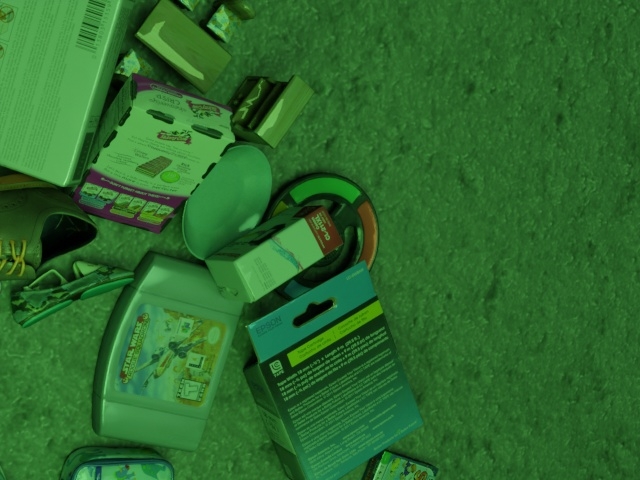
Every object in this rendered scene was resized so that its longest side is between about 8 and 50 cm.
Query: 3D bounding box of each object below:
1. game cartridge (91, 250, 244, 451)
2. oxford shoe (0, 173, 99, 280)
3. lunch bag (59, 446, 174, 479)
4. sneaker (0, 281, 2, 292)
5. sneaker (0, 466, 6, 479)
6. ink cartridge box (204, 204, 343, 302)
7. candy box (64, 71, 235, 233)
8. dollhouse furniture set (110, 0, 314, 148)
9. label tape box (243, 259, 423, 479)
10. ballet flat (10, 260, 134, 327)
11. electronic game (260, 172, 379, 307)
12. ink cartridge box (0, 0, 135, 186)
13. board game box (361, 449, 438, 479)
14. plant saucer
[{"bbox_3d":[-0.244,0.176,1.618,0.198,0.062,0.297,17,90,-35],"label":"game cartridge"},{"bbox_3d":[-0.432,-0.005,1.313,0.364,0.133,0.130,-27,138,-57],"label":"oxford shoe"},{"bbox_3d":[-0.326,0.434,1.596,0.176,0.090,0.219,8,94,-28],"label":"lunch bag"},{"bbox_3d":[-0.576,0.047,1.382,0.305,0.152,0.114,11,74,-52],"label":"sneaker"},{"bbox_3d":[-0.489,0.380,1.456,0.135,0.150,0.366,-40,115,-19],"label":"sneaker"},{"bbox_3d":[-0.074,0.018,1.589,0.175,0.127,0.072,-32,105,-24],"label":"ink cartridge box"},{"bbox_3d":[-0.248,-0.118,1.471,0.159,0.233,0.071,17,46,-31],"label":"candy box"},{"bbox_3d":[-0.156,-0.255,1.527,0.242,0.161,0.212,39,79,-29],"label":"dollhouse furniture set"},{"bbox_3d":[0.008,0.220,1.736,0.241,0.106,0.333,-28,111,-22],"label":"label tape box"},{"bbox_3d":[-0.369,0.065,1.524,0.188,0.070,0.070,-23,109,-28],"label":"ballet flat"},{"bbox_3d":[0.000,0.000,1.726,0.229,0.048,0.229,-5,101,-29],"label":"electronic game"},{"bbox_3d":[-0.408,-0.239,1.401,0.239,0.060,0.275,20,98,6],"label":"ink cartridge box"},{"bbox_3d":[0.122,0.491,1.889,0.136,0.035,0.201,23,87,-30],"label":"board game box"},{"bbox_3d":[-0.155,-0.063,1.607,0.195,0.037,0.195,-34,137,-38],"label":"plant saucer"}]
